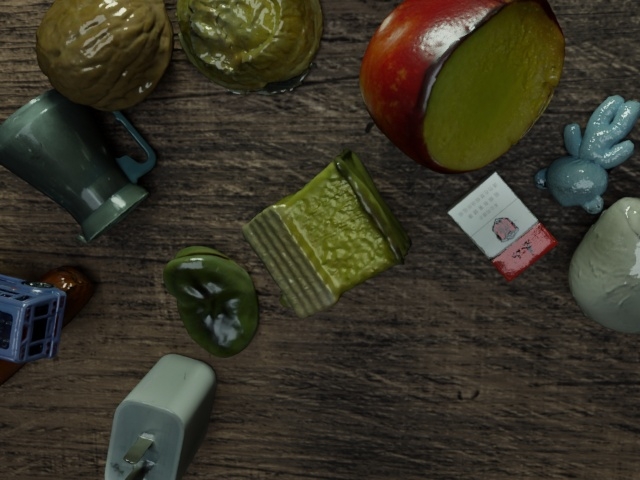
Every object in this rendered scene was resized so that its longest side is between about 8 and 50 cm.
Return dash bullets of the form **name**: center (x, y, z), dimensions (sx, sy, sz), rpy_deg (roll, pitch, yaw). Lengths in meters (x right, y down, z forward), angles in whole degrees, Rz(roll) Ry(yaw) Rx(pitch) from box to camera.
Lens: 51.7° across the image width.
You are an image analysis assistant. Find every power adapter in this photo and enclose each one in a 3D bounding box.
- **power adapter**: center (-0.277, 0.331, 1.123), dimensions (0.124, 0.255, 0.187), rpy_deg (14, 105, 3)

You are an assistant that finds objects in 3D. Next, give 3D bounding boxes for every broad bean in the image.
- **broad bean**: center (-0.187, 0.104, 1.159), dimensions (0.153, 0.072, 0.207), rpy_deg (-24, 109, 16)

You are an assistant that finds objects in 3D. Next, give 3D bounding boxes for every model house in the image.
- **model house**: center (0.000, 0.000, 1.040), dimensions (0.234, 0.175, 0.193), rpy_deg (-34, 96, 12)

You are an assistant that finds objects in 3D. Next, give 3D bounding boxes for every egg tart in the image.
- **egg tart**: center (-0.117, -0.341, 1.029), dimensions (0.252, 0.098, 0.232), rpy_deg (36, 109, -4)

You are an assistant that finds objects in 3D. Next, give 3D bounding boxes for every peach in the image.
- **peach**: center (0.192, -0.242, 0.920), dimensions (0.274, 0.248, 0.245), rpy_deg (-43, 70, 12)

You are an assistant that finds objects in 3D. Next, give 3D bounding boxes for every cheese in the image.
- **cheese**: center (0.469, 0.048, 0.973), dimensions (0.198, 0.154, 0.189), rpy_deg (25, 121, -21)

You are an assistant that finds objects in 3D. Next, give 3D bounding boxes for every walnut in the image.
- **walnut**: center (-0.324, -0.305, 1.016), dimensions (0.213, 0.213, 0.213), rpy_deg (2, 103, 9)

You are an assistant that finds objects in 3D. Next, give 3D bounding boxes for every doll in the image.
- **doll**: center (0.416, -0.129, 1.001), dimensions (0.180, 0.075, 0.120), rpy_deg (-55, 47, 4)

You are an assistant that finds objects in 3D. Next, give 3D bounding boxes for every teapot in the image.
- **teapot**: center (-0.395, -0.130, 1.098), dimensions (0.203, 0.171, 0.225), rpy_deg (-42, 101, -15)

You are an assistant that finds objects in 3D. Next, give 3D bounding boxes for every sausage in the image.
- **sausage**: center (-0.544, 0.163, 1.212), dimensions (0.330, 0.102, 0.102), rpy_deg (-41, 93, 13)

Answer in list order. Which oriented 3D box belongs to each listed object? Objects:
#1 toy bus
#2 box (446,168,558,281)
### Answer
- **toy bus**: center (-0.580, 0.115, 1.092), dimensions (0.292, 0.133, 0.126), rpy_deg (12, 94, 13)
- **box**: center (0.288, -0.024, 1.052), dimensions (0.100, 0.048, 0.152), rpy_deg (-41, 91, 17)
